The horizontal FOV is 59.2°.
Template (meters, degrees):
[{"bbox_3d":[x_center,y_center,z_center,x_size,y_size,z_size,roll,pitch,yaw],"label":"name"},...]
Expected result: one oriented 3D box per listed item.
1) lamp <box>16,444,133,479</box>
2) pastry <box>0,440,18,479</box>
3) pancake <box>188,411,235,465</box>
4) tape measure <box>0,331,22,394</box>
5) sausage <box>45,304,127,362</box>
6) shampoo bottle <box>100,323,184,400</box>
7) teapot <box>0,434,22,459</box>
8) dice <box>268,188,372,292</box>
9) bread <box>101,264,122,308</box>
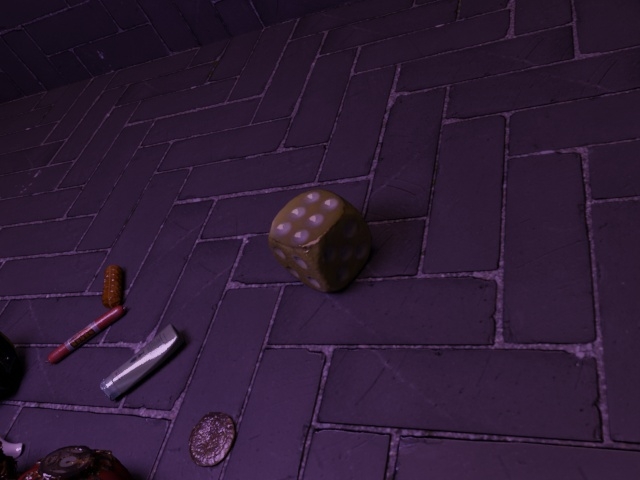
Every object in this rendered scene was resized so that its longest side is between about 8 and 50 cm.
[{"bbox_3d":[-0.463,0.496,1.045,0.226,0.227,0.227,-16,45,16],"label":"lamp"},{"bbox_3d":[-0.741,0.497,1.147,0.274,0.275,0.193,-10,64,22],"label":"pastry"},{"bbox_3d":[-0.220,0.398,1.131,0.114,0.011,0.115,-16,45,16],"label":"pancake"},{"bbox_3d":[-0.862,0.314,1.455,0.112,0.186,0.199,-19,39,6],"label":"tape measure"},{"bbox_3d":[-0.619,0.247,1.487,0.253,0.034,0.034,-37,42,-4],"label":"sausage"},{"bbox_3d":[-0.417,0.286,1.321,0.212,0.049,0.072,-40,47,-9],"label":"shampoo bottle"},{"bbox_3d":[-0.814,0.517,1.309,0.226,0.092,0.145,-27,42,9],"label":"teapot"},{"bbox_3d":[0.000,0.000,1.259,0.166,0.169,0.169,22,64,41],"label":"dice"},{"bbox_3d":[-0.579,0.127,1.567,0.052,0.044,0.157,-29,42,7],"label":"bread"}]
